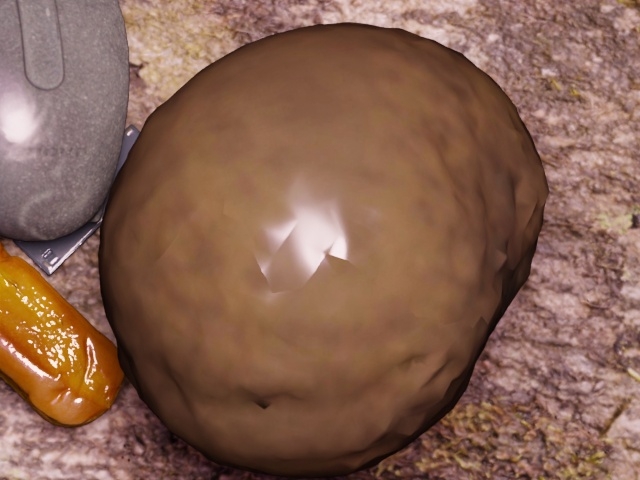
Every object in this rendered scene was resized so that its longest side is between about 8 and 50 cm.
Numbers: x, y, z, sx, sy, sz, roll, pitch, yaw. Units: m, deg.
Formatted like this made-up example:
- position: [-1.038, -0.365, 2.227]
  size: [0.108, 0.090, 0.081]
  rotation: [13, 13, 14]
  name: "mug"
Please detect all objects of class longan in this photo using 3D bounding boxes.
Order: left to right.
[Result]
- position: [-0.008, 0.005, 1.390]
  size: [0.404, 0.404, 0.436]
  rotation: [31, 46, -2]
  name: "longan"

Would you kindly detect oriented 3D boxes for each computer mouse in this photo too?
- position: [-0.292, -0.185, 1.505]
  size: [0.203, 0.114, 0.374]
  rotation: [-4, 75, -24]
  name: "computer mouse"

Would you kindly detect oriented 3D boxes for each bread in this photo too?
- position: [-0.300, 0.086, 1.493]
  size: [0.245, 0.094, 0.102]
  rotation: [44, 72, 2]
  name: "bread"

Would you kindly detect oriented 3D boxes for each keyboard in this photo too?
- position: [-0.240, -0.043, 1.562]
  size: [0.055, 0.014, 0.176]
  rotation: [43, 77, 2]
  name: "keyboard"
